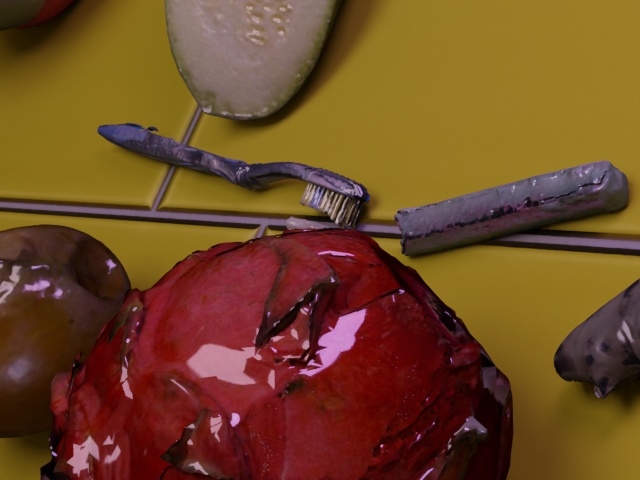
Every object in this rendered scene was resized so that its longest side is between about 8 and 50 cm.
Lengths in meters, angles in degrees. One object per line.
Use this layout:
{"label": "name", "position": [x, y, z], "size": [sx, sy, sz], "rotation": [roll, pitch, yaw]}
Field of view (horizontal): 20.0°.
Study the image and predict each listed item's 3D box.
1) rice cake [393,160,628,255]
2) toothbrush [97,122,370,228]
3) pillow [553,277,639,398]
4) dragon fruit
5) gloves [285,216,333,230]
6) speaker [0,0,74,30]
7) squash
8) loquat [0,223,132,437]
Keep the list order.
{"label": "rice cake", "position": [0.134, -0.022, 1.329], "size": [0.207, 0.033, 0.033], "rotation": [-14, 50, 41]}
{"label": "toothbrush", "position": [-0.090, -0.068, 1.607], "size": [0.413, 0.035, 0.042], "rotation": [19, 79, 52]}
{"label": "pillow", "position": [0.251, 0.035, 1.142], "size": [0.241, 0.051, 0.093], "rotation": [-37, 40, 19]}
{"label": "dragon fruit", "position": [-0.031, 0.134, 1.175], "size": [0.301, 0.295, 0.295], "rotation": [-44, 38, 11]}
{"label": "gloves", "position": [-0.002, 0.001, 1.453], "size": [0.037, 0.044, 0.081], "rotation": [-34, 25, -22]}
{"label": "speaker", "position": [-0.375, -0.356, 1.937], "size": [0.294, 0.294, 0.294], "rotation": [-28, 44, 31]}
{"label": "squash", "position": [-0.058, -0.263, 1.600], "size": [0.189, 0.189, 0.260], "rotation": [-4, 55, 46]}
{"label": "loquat", "position": [-0.266, 0.082, 1.570], "size": [0.227, 0.179, 0.179], "rotation": [-34, 41, 27]}
